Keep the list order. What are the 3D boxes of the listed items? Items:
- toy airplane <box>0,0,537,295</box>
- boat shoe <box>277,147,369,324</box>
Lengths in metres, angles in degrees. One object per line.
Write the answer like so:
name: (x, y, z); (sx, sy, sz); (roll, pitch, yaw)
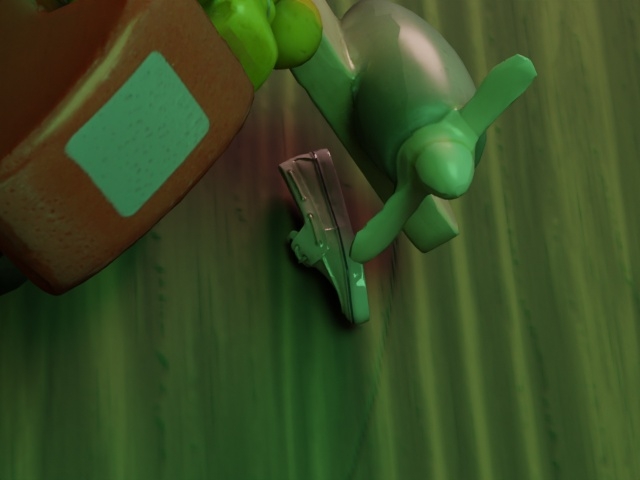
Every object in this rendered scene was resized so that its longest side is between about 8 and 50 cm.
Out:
toy airplane: (-0.053, -0.172, 0.875); (0.386, 0.272, 0.384); (-1, 76, -61)
boat shoe: (0.000, 0.000, 1.025); (0.035, 0.035, 0.100); (-15, 74, -5)
